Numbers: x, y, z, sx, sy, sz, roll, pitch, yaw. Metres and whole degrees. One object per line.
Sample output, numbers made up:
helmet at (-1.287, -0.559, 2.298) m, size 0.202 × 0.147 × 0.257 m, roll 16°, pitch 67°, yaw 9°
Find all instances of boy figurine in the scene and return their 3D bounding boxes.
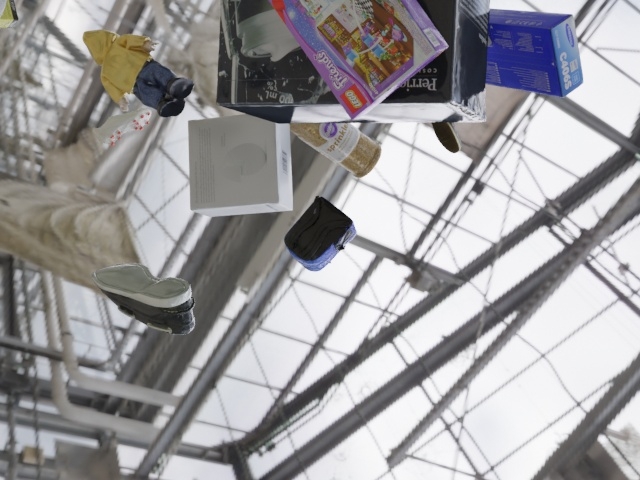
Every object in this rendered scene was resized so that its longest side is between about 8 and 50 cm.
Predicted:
boy figurine at (-0.424, -0.379, 1.806) m, size 0.285 × 0.092 × 0.177 m, roll 34°, pitch -68°, yaw 21°

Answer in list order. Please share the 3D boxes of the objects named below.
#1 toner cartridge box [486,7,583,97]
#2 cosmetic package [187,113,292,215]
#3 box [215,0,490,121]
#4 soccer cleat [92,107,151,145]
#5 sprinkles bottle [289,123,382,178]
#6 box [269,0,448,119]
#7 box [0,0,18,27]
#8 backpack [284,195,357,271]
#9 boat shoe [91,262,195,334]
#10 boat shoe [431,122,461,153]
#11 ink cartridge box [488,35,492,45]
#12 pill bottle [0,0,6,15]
toner cartridge box at (0.430, -0.438, 1.846) m, size 0.075 × 0.165 × 0.348 m, roll -35°, pitch -146°, yaw -21°
cosmetic package at (-0.194, -0.182, 1.963) m, size 0.225 × 0.138 × 0.224 m, roll -3°, pitch -97°, yaw 12°
box at (0.075, -0.479, 1.585) m, size 0.480 × 0.297 × 0.471 m, roll 3°, pitch -87°, yaw 24°
soccer cleat at (-0.574, -0.344, 2.345) m, size 0.196 × 0.076 × 0.068 m, roll -42°, pitch 161°, yaw -41°
sprinkles bottle at (0.006, -0.312, 2.252) m, size 0.121 × 0.355 × 0.121 m, roll -41°, pitch -150°, yaw 31°
box at (0.048, -0.376, 1.334) m, size 0.201 × 0.057 × 0.293 m, roll -34°, pitch -90°, yaw 39°
box at (-0.801, -0.520, 1.792) m, size 0.058 × 0.232 × 0.087 m, roll -18°, pitch -93°, yaw 49°
backpack at (0.000, 0.000, 1.510) m, size 0.098 × 0.101 × 0.120 m, roll 37°, pitch -104°, yaw 28°
boat shoe at (-0.357, 0.115, 1.600) m, size 0.303 × 0.114 × 0.091 m, roll 17°, pitch -57°, yaw 49°
boat shoe at (0.278, -0.269, 1.810) m, size 0.049 × 0.152 × 0.056 m, roll -36°, pitch -172°, yaw -32°
ink cartridge box at (0.312, -0.482, 1.827) m, size 0.056 × 0.135 × 0.099 m, roll -43°, pitch -156°, yaw -20°
pill bottle at (-0.545, -0.374, 1.170) m, size 0.087 × 0.160 × 0.087 m, roll -16°, pitch -112°, yaw 46°
